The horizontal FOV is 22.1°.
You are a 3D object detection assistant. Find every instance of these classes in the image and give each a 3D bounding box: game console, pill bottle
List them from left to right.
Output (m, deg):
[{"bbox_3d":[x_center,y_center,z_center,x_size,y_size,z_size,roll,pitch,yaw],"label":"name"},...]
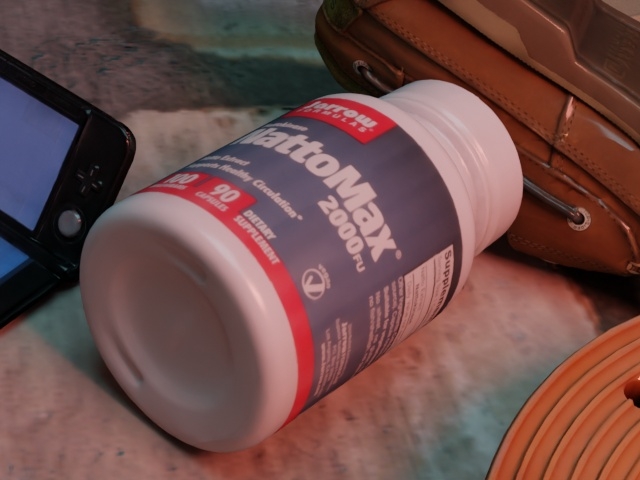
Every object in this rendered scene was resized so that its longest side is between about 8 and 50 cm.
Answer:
[{"bbox_3d":[-0.158,-0.026,0.698,0.122,0.107,0.071,31,14,22],"label":"game console"},{"bbox_3d":[0.000,0.000,0.676,0.108,0.108,0.180,34,43,25],"label":"pill bottle"}]

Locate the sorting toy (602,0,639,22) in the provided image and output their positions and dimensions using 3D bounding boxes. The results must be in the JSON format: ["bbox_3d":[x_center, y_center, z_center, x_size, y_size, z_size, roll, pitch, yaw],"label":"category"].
[{"bbox_3d":[0.136,-0.147,0.942,0.196,0.047,0.348,-18,47,-27],"label":"sorting toy"}]

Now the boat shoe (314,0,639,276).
[{"bbox_3d":[0.134,-0.038,0.765,0.307,0.104,0.111,42,34,4],"label":"boat shoe"}]

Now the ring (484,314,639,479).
[{"bbox_3d":[0.213,0.152,0.583,0.336,0.032,0.336,7,47,-8],"label":"ring"}]
